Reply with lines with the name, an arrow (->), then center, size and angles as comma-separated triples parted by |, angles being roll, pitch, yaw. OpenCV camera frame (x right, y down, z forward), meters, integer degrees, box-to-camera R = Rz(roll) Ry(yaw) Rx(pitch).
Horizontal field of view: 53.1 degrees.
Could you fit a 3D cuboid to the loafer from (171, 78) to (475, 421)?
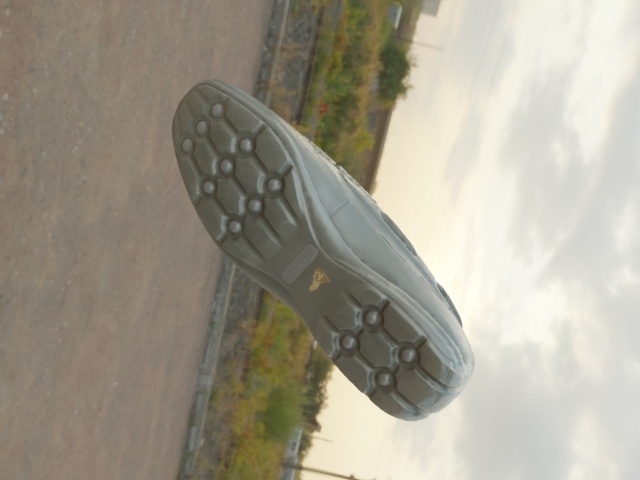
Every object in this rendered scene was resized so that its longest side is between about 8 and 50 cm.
loafer -> 0.000, 0.000, 0.520 | 0.112, 0.319, 0.111 | -42, 170, 23
